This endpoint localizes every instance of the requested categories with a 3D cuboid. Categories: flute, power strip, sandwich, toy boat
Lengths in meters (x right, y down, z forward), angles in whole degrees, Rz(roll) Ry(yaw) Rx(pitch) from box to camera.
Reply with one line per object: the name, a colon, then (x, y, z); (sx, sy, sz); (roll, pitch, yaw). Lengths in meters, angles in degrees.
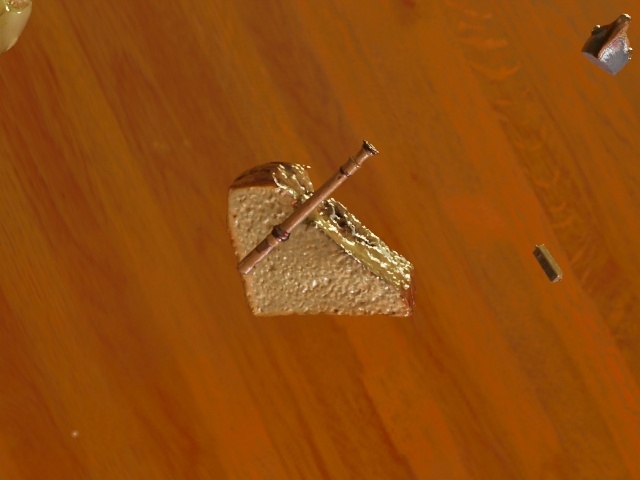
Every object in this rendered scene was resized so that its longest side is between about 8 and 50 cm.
flute: (-0.020, -0.037, 1.113); (0.233, 0.027, 0.027); (-43, 92, 15)
power strip: (0.430, 0.042, 1.709); (0.017, 0.027, 0.083); (-14, 63, -32)
sandwich: (-0.001, 0.002, 1.410); (0.288, 0.099, 0.254); (0, 112, 19)
toy boat: (0.476, -0.322, 1.467); (0.075, 0.185, 0.077); (38, 105, 15)

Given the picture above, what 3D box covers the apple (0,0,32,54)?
apple: (-0.517, -0.346, 1.268); (0.207, 0.188, 0.174); (-18, 54, -17)
